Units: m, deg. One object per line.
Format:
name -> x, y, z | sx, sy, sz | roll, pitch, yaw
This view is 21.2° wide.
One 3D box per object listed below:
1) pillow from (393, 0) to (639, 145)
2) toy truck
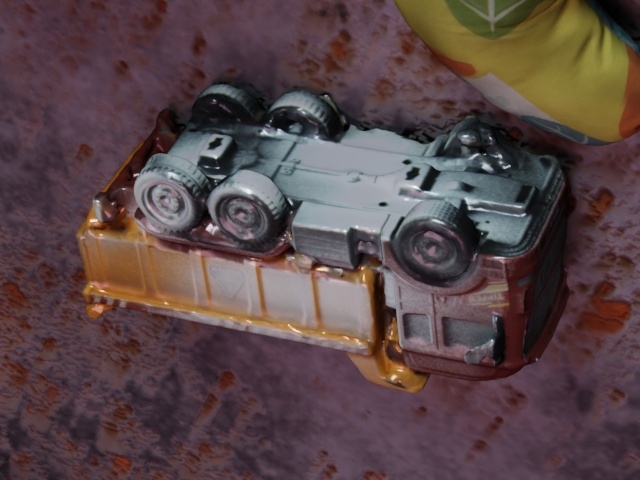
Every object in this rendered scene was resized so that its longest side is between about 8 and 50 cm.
pillow -> 0.137, -0.137, 0.775 | 0.233, 0.086, 0.214 | -22, 129, 38
toy truck -> 0.000, 0.000, 0.951 | 0.270, 0.114, 0.135 | 10, 132, 20
